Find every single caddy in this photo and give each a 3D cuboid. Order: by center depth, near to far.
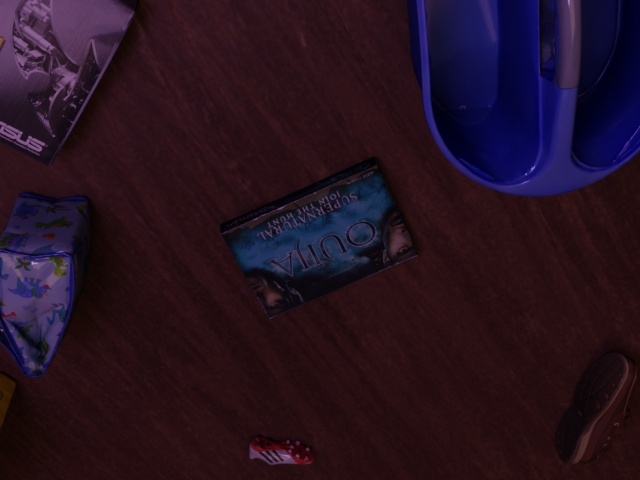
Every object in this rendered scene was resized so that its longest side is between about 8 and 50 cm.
[{"bbox_3d":[0.201,-0.208,0.818,0.241,0.179,0.341,-9,119,0],"label":"caddy"}]

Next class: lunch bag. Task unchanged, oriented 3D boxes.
[{"bbox_3d":[-0.288,0.045,0.936,0.096,0.129,0.151,3,120,-6],"label":"lunch bag"}]

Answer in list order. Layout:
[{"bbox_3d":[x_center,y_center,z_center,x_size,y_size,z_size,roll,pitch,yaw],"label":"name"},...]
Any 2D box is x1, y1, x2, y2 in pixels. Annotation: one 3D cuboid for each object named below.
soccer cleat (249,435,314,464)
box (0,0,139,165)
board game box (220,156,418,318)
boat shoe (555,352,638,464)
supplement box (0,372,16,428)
[{"bbox_3d":[-0.050,0.270,1.144,0.083,0.029,0.035,13,125,-9],"label":"soccer cleat"},{"bbox_3d":[-0.313,-0.202,0.839,0.231,0.056,0.183,29,113,-20],"label":"box"},{"bbox_3d":[0.000,0.000,0.999,0.186,0.026,0.126,-24,118,7],"label":"board game box"},{"bbox_3d":[0.355,0.211,1.134,0.060,0.064,0.178,6,124,-15],"label":"boat shoe"},{"bbox_3d":[-0.538,0.267,0.995,0.356,0.195,0.194,-43,115,16],"label":"supplement box"}]
